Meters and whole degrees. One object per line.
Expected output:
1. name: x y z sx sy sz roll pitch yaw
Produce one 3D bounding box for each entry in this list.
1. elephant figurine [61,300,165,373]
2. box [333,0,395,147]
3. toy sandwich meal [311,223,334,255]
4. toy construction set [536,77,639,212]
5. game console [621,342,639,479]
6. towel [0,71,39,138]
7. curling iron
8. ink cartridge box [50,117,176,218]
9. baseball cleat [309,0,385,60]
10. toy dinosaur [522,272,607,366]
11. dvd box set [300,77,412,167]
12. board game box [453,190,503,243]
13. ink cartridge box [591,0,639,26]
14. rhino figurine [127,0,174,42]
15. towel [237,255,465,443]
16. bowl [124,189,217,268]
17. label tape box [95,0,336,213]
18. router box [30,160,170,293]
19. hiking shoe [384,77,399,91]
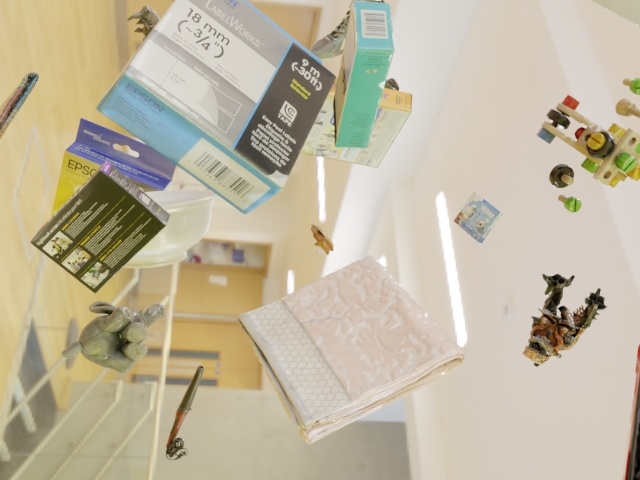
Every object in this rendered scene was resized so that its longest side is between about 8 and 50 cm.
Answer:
1. elephant figurine: -0.497 0.219 1.840 0.169 0.186 0.239 -53 -162 4
2. box: 0.066 -0.261 1.216 0.244 0.060 0.100 103 -13 -61
3. toy sandwich meal: 0.000 0.000 1.683 0.085 0.029 0.085 48 -11 13
4. toy construction set: 0.666 -0.214 1.641 0.257 0.309 0.237 53 1 -30
5. game console: 0.489 0.209 0.751 0.386 0.342 0.060 -48 133 -52
6. towel: -0.752 -0.218 1.667 0.370 0.040 0.271 -15 -132 53
7. curling iron: -0.346 0.449 1.946 0.035 0.068 0.274 -6 116 -67
8. ink cartridge box: -0.578 -0.142 2.088 0.072 0.303 0.307 -61 172 -63
9. baseball cleat: 0.057 -0.487 1.690 0.072 0.206 0.109 45 -20 36
10. toy dinosaur: 0.604 0.206 1.895 0.322 0.164 0.218 -44 152 -64
11. dvd box set: -0.011 -0.314 1.914 0.307 0.420 0.062 118 -20 -65
12. board game box: 0.374 -0.055 1.775 0.090 0.020 0.090 45 -69 36
13. ink cartridge box: 0.338 -0.365 0.745 0.071 0.324 0.330 -54 168 -19
14. rhino figurine: -0.318 -0.470 1.658 0.073 0.243 0.106 54 -53 26
15. towel: 0.043 0.178 1.370 0.332 0.317 0.053 50 -22 48
16. bowl: -0.358 -0.022 1.557 0.298 0.298 0.134 -124 -151 -77
17. label tape box: -0.113 -0.240 1.029 0.106 0.240 0.334 -31 -151 50
18. router box: -0.348 -0.019 1.186 0.179 0.133 0.046 -41 -159 17
19. hiking shoe: 0.156 -0.362 2.174 0.086 0.114 0.227 32 70 -51
